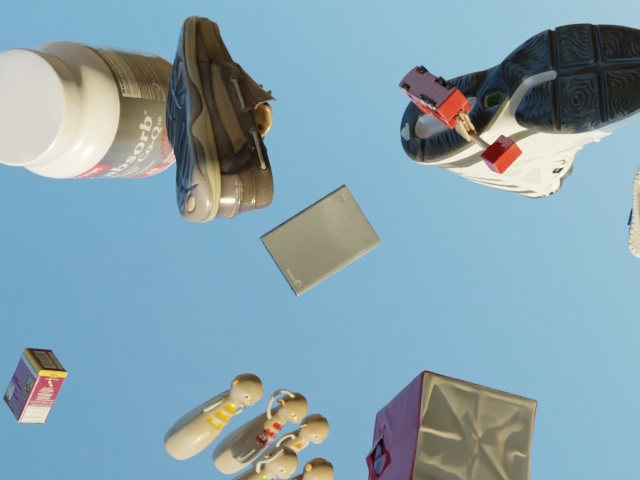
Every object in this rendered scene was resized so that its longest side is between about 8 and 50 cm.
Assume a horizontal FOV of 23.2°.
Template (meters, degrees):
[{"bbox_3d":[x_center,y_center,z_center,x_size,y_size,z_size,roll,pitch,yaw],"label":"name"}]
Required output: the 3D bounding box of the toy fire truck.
[{"bbox_3d":[0.200,-0.176,2.254,0.135,0.047,0.192,45,178,-30],"label":"toy fire truck"}]

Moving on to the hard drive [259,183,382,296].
[{"bbox_3d":[0.000,0.000,2.076,0.094,0.135,0.022,58,173,1],"label":"hard drive"}]

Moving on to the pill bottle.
[{"bbox_3d":[-0.365,-0.199,2.398,0.210,0.210,0.363,57,-158,12],"label":"pill bottle"}]

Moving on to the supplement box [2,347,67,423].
[{"bbox_3d":[-0.368,0.188,2.011,0.043,0.083,0.055,9,-154,-42],"label":"supplement box"}]

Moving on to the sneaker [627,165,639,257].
[{"bbox_3d":[0.447,-0.057,2.097,0.058,0.152,0.084,9,-166,12],"label":"sneaker"}]

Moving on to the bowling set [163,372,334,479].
[{"bbox_3d":[-0.049,0.302,2.029,0.200,0.154,0.287,58,-163,26],"label":"bowling set"}]

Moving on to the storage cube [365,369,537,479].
[{"bbox_3d":[0.189,0.325,2.291,0.215,0.193,0.183,17,-120,-13],"label":"storage cube"}]

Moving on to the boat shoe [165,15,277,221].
[{"bbox_3d":[-0.129,-0.157,2.062,0.130,0.132,0.355,5,-132,-15],"label":"boat shoe"}]

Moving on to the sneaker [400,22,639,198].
[{"bbox_3d":[0.370,-0.190,2.373,0.257,0.448,0.169,21,-118,-50],"label":"sneaker"}]
